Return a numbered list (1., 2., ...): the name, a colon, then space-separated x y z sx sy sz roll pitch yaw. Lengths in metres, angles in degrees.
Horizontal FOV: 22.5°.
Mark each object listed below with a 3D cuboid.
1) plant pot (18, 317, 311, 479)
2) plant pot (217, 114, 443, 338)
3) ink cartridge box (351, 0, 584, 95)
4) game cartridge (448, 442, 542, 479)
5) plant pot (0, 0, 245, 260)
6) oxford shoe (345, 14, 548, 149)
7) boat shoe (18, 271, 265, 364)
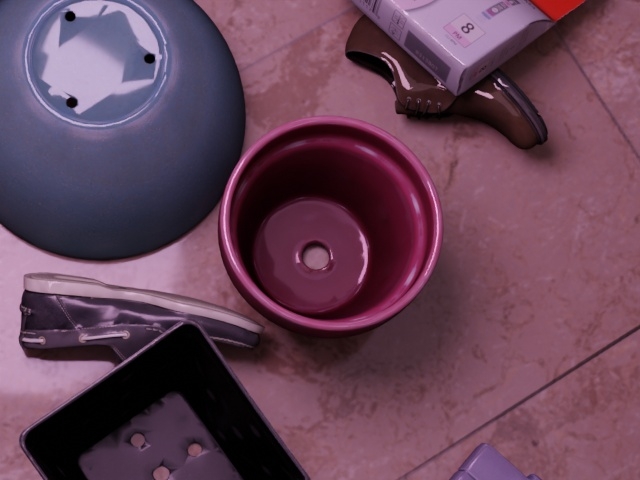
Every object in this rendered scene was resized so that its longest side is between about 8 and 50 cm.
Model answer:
1. plant pot: -0.142 0.206 1.464 0.188 0.167 0.187 -35 85 -11
2. plant pot: 0.000 0.000 1.516 0.201 0.180 0.201 2 78 -7
3. ink cartridge box: 0.149 -0.271 1.605 0.232 0.066 0.189 -38 72 -24
4. game cartridge: 0.221 0.387 1.530 0.355 0.068 0.230 41 81 2
5. plant pot: -0.208 -0.142 1.512 0.290 0.195 0.290 2 78 -7
6. oxford shoe: 0.123 -0.148 1.617 0.227 0.083 0.096 34 79 13
7. boat shoe: -0.171 0.083 1.536 0.233 0.084 0.079 8 91 -5
